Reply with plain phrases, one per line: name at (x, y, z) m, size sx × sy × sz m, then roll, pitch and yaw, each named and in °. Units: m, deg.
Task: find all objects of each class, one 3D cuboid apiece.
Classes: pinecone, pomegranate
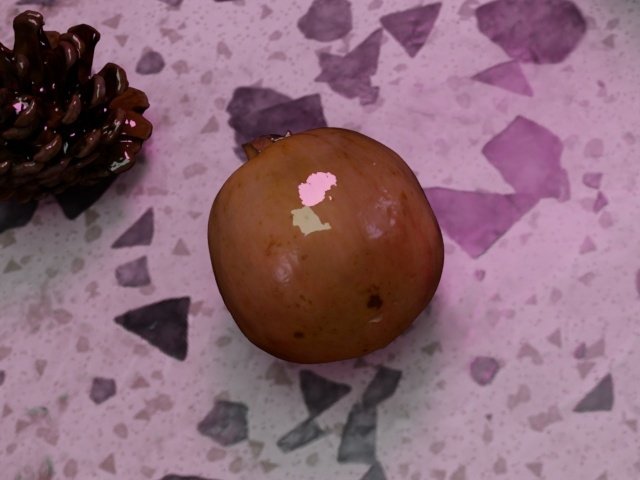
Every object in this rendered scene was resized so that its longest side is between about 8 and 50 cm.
pinecone at (-0.245, -0.112, 1.111) m, size 0.179 × 0.195 × 0.150 m, roll -13°, pitch 83°, yaw 17°
pomegranate at (0.004, 0.002, 1.008) m, size 0.191 × 0.191 × 0.191 m, roll -4°, pitch 65°, yaw 8°
